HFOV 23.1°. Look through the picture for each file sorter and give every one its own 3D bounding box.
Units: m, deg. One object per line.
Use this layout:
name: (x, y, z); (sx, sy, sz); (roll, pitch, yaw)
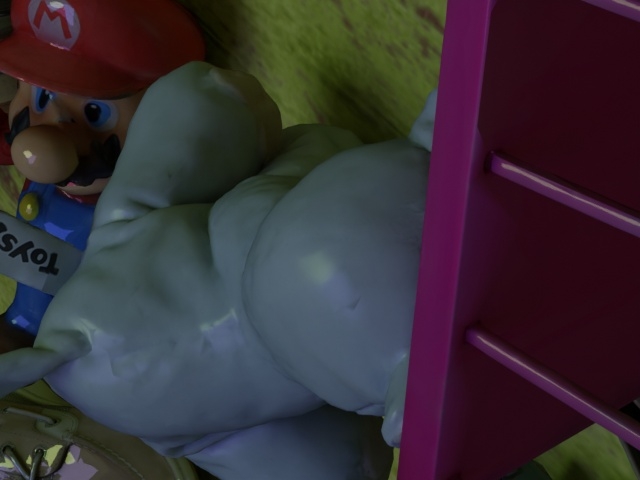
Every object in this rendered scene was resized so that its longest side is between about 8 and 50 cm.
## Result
file sorter: (0.170, -0.025, 0.522); (0.182, 0.202, 0.291); (30, 128, 38)

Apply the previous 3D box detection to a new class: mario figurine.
mario figurine: (-0.154, -0.017, 0.938); (0.170, 0.198, 0.321); (-117, 26, -45)

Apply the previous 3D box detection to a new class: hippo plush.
hippo plush: (0.000, 0.000, 0.715); (0.236, 0.294, 0.234); (-20, 58, 44)

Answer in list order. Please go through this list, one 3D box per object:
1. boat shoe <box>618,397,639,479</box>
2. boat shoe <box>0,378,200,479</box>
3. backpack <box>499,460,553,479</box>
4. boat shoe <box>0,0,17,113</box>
boat shoe: (0.169, 0.123, 0.693); (0.056, 0.048, 0.153); (-18, 93, 53)
boat shoe: (-0.196, 0.170, 1.150); (0.302, 0.098, 0.109); (16, 119, 47)
backpack: (0.077, 0.208, 0.757); (0.144, 0.188, 0.166); (42, 136, 31)
boat shoe: (-0.296, -0.099, 1.131); (0.324, 0.122, 0.120); (-7, 104, 53)
